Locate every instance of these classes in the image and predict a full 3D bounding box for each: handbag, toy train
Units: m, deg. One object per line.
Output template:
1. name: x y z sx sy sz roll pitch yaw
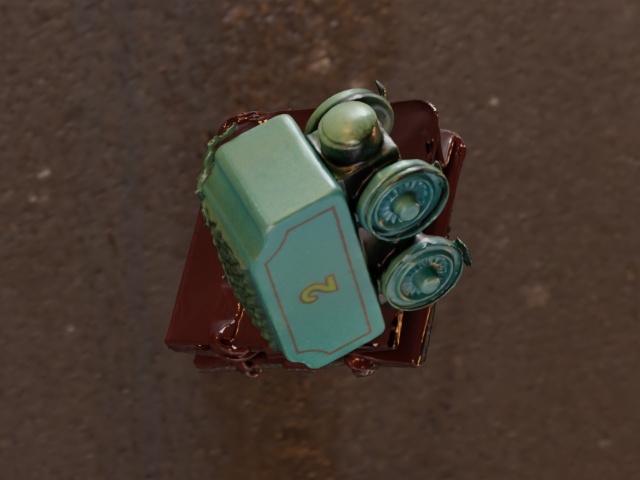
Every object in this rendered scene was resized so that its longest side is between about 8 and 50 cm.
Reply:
1. handbag: -0.001 -0.001 1.757 0.084 0.260 0.276 49 48 -49
2. toy train: 0.007 -0.008 1.302 0.112 0.163 0.203 55 -10 40
